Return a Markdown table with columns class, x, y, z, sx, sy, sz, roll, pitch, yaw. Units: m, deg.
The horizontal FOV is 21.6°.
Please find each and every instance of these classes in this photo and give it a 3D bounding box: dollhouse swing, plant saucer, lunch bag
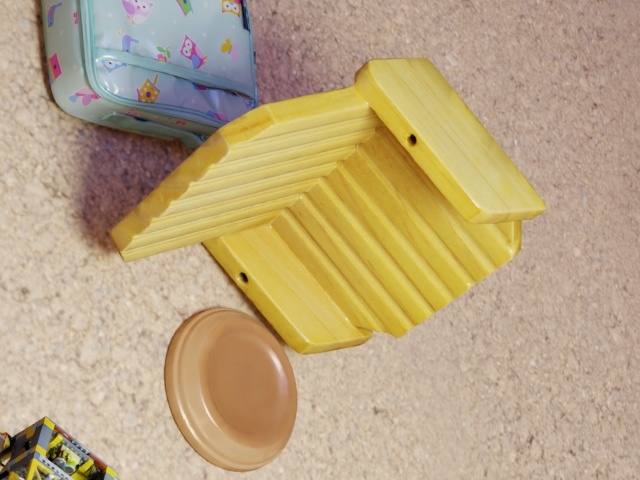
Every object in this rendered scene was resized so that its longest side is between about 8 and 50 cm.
| class | x | y | z | sx | sy | sz | roll | pitch | yaw |
| --- | --- | --- | --- | --- | --- | --- | --- | --- | --- |
| dollhouse swing | 0.000 | 0.000 | 1.893 | 0.315 | 0.347 | 0.305 | 51 | 38 | -1 |
| plant saucer | -0.097 | 0.173 | 1.988 | 0.200 | 0.037 | 0.200 | 21 | 59 | -39 |
| lunch bag | -0.195 | -0.230 | 2.003 | 0.279 | 0.108 | 0.224 | 9 | 67 | -44 |

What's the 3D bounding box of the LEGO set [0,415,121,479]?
| class | x | y | z | sx | sy | sz | roll | pitch | yaw |
| --- | --- | --- | --- | --- | --- | --- | --- | --- | --- |
| LEGO set | -0.253 | 0.338 | 1.596 | 0.331 | 0.255 | 0.192 | 51 | 28 | -29 |
